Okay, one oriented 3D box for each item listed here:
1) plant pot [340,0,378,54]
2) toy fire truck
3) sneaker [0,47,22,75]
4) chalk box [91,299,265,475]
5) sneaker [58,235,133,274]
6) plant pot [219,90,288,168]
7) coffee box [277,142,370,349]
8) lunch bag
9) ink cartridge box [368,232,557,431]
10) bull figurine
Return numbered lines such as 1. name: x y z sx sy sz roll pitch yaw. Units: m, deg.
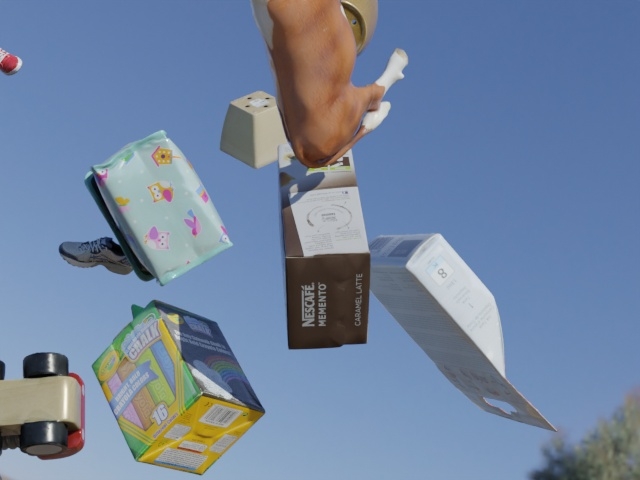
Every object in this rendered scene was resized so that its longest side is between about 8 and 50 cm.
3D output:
1. plant pot: 0.009 -0.421 2.220 0.237 0.237 0.254 24 18 -16
2. toy fire truck: -0.403 0.262 1.500 0.217 0.159 0.246 -5 -24 -2
3. sneaker: -0.618 -0.355 2.224 0.118 0.042 0.067 27 -12 44
4. chalk box: -0.194 0.173 1.505 0.132 0.132 0.213 26 23 -49
5. sneaker: -0.383 0.015 2.020 0.135 0.052 0.058 10 -48 -20
6. plant pot: -0.111 -0.205 2.092 0.109 0.109 0.096 29 -47 40
7. coffee box: 0.000 0.000 1.432 0.098 0.246 0.141 -3 -55 -3
8. lunch bag: -0.267 -0.052 1.890 0.223 0.160 0.262 61 -11 -8
9. ink cartridge box: 0.242 0.152 2.017 0.385 0.091 0.308 47 -13 -11
10. bull figurine: -0.003 -0.240 1.296 0.101 0.188 0.310 17 -55 43
